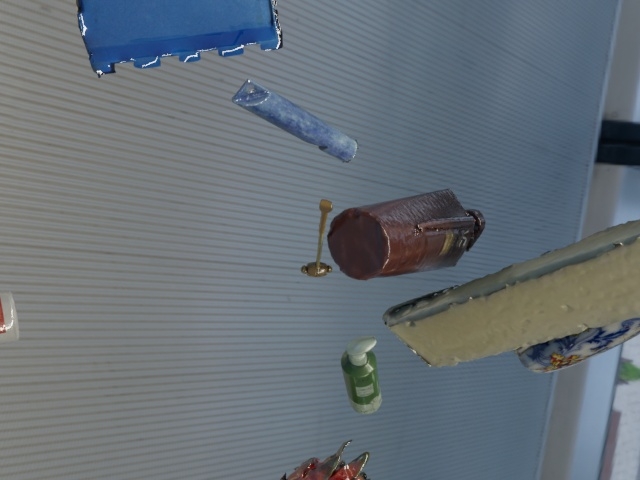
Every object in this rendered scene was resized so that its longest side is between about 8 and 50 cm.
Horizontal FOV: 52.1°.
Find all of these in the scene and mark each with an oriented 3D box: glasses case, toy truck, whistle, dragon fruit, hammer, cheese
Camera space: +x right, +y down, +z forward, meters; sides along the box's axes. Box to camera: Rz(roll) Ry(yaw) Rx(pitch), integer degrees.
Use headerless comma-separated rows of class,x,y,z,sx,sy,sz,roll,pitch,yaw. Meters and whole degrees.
glasses case,0.285,0.046,0.595,0.087,0.248,0.065,12,46,-39
toy truck,-0.104,-0.194,0.401,0.113,0.126,0.208,-12,85,-14
whistle,-0.046,-0.244,1.345,0.304,0.062,0.062,22,81,-39
dragon fruit,0.006,0.550,1.386,0.274,0.193,0.192,-33,154,-2
hammer,0.000,0.000,0.547,0.029,0.123,0.014,-3,61,-6
cheese,0.214,0.039,0.537,0.085,0.400,0.034,49,48,-14

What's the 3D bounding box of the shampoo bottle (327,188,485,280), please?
shampoo bottle,0.097,-0.006,0.619,0.236,0.067,0.068,-10,145,-53

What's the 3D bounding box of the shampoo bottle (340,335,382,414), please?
shampoo bottle,0.071,0.228,1.119,0.065,0.065,0.204,-50,151,-26

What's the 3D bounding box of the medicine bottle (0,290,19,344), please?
medicine bottle,-0.521,0.122,0.956,0.140,0.079,0.079,-8,103,-28
